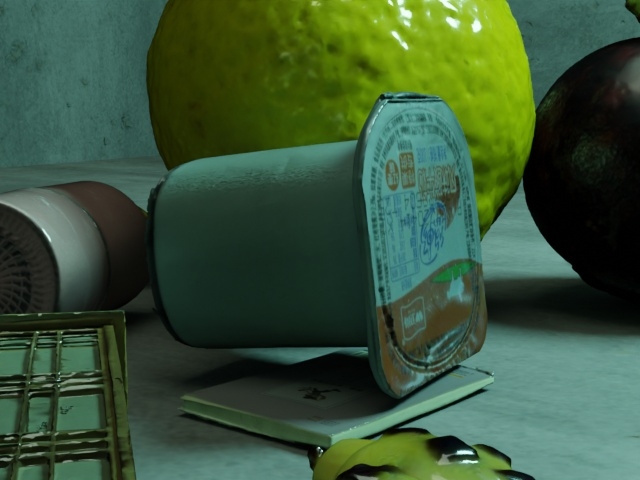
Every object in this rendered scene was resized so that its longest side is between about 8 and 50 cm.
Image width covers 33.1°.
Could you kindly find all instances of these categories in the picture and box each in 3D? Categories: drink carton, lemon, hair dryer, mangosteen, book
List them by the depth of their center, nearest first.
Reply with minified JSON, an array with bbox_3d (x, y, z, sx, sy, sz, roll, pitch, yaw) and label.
[{"bbox_3d":[0.015,0.099,0.714,0.127,0.014,0.182,7,11,40],"label":"book"},{"bbox_3d":[0.000,0.000,0.759,0.189,0.191,0.185,-3,7,33],"label":"drink carton"},{"bbox_3d":[-0.337,0.027,0.919,0.352,0.125,0.210,-5,6,13],"label":"hair dryer"},{"bbox_3d":[0.024,-0.122,0.982,0.350,0.350,0.387,-9,55,-44],"label":"lemon"},{"bbox_3d":[0.327,-0.079,0.998,0.288,0.288,0.288,0,9,0],"label":"mangosteen"}]

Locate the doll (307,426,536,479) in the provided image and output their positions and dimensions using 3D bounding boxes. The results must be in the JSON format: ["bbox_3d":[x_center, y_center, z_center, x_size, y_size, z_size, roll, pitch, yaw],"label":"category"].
[{"bbox_3d":[0.094,0.122,0.327,0.117,0.086,0.291,30,-9,-35],"label":"doll"}]

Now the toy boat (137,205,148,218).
[{"bbox_3d":[-0.123,-0.018,1.238,0.141,0.099,0.318,0,11,28],"label":"toy boat"}]

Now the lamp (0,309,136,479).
[{"bbox_3d":[-0.116,0.103,0.449,0.089,0.090,0.325,-2,9,-13],"label":"lamp"}]
